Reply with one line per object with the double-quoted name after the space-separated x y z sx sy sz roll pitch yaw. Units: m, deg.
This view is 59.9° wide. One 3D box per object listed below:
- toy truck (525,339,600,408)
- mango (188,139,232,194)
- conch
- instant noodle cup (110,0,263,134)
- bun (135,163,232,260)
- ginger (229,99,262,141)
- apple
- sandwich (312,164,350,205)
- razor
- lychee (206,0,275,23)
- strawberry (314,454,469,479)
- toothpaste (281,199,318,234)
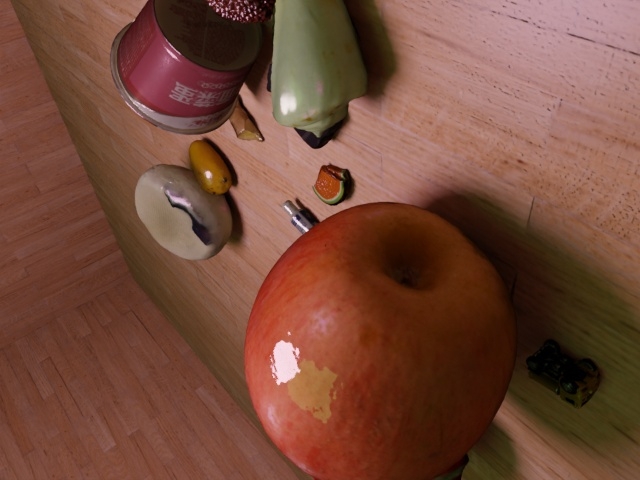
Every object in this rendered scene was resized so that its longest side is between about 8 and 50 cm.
0.313 0.174 0.714 0.083 0.049 0.054 31 145 45 "toy truck"
-0.271 -0.180 1.340 0.161 0.076 0.103 56 162 25 "mango"
-0.020 -0.266 0.743 0.137 0.143 0.250 -14 95 21 "conch"
-0.214 -0.317 0.927 0.234 0.235 0.178 60 146 -3 "instant noodle cup"
-0.342 -0.089 1.470 0.283 0.179 0.283 22 139 20 "bun"
-0.167 -0.246 1.116 0.137 0.044 0.057 56 173 9 "ginger"
0.081 0.131 0.739 0.364 0.364 0.363 42 150 31 "apple"
0.022 -0.096 0.963 0.069 0.026 0.101 55 152 16 "sandwich"
-0.029 -0.221 0.879 0.148 0.054 0.090 55 151 5 "razor"
-0.107 -0.370 0.787 0.129 0.123 0.123 27 145 15 "lychee"
0.105 0.350 1.042 0.310 0.292 0.291 -116 3 -70 "strawberry"
0.000 0.000 1.096 0.216 0.037 0.062 46 152 15 "toothpaste"
